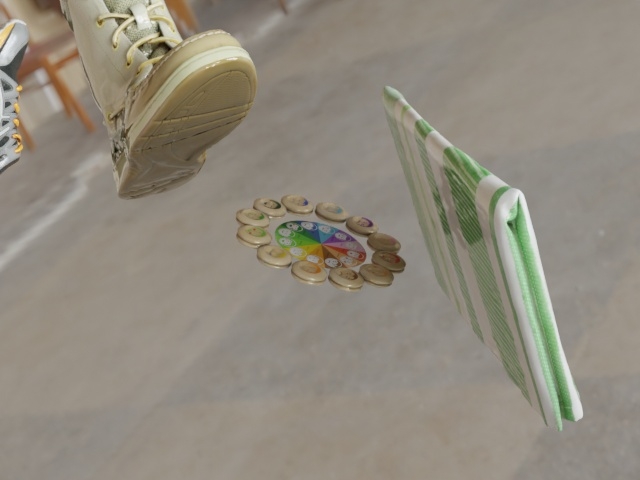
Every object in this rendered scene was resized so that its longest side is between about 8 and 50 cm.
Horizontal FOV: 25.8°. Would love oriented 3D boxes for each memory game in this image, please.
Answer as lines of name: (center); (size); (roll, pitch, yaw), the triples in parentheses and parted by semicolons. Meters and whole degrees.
memory game: (0.000, 0.000, 1.440); (0.186, 0.012, 0.186); (14, 26, -7)

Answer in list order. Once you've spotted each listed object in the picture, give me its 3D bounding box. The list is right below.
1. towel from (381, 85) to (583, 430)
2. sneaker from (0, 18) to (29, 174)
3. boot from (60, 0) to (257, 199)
towel: (0.146, 0.006, 1.307); (0.038, 0.248, 0.325); (-22, 25, -5)
sneaker: (-0.317, -0.106, 1.314); (0.084, 0.083, 0.215); (8, 76, 67)
boot: (-0.114, -0.132, 0.909); (0.077, 0.165, 0.213); (-14, -11, -22)
